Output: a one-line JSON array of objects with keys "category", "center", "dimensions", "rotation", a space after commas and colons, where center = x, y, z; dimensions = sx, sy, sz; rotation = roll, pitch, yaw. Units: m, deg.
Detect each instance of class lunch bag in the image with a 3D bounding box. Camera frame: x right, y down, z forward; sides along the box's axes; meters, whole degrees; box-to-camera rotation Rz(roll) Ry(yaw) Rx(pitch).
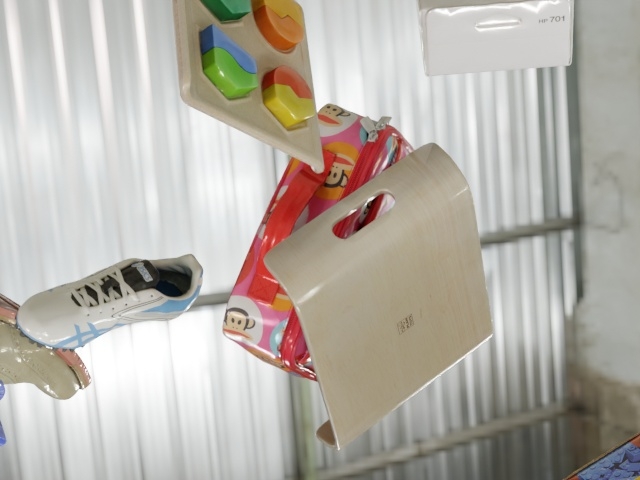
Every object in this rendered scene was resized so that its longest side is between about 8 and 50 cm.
[{"category": "lunch bag", "center": [0.000, 0.000, 1.713], "dimensions": [0.120, 0.293, 0.258], "rotation": [22, 174, 18]}]

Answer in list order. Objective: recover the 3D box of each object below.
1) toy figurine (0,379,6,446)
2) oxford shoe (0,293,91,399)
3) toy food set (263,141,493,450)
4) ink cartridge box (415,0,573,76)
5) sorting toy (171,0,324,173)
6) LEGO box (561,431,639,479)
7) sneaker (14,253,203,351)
[{"category": "toy figurine", "center": [-0.413, 0.257, 1.764], "dimensions": [0.217, 0.362, 0.191], "rotation": [-46, -140, 1]}, {"category": "oxford shoe", "center": [-0.435, 0.130, 1.964], "dimensions": [0.140, 0.146, 0.397], "rotation": [25, 167, 37]}, {"category": "toy food set", "center": [0.060, 0.064, 1.640], "dimensions": [0.220, 0.306, 0.092], "rotation": [-34, -131, -17]}, {"category": "ink cartridge box", "center": [0.157, -0.245, 1.471], "dimensions": [0.140, 0.082, 0.190], "rotation": [-4, -136, 3]}, {"category": "sorting toy", "center": [-0.063, -0.179, 1.452], "dimensions": [0.038, 0.193, 0.208], "rotation": [-25, 146, 29]}, {"category": "LEGO box", "center": [0.424, 0.472, 1.466], "dimensions": [0.193, 0.500, 0.372], "rotation": [-30, -153, -6]}, {"category": "sneaker", "center": [-0.233, 0.060, 1.731], "dimensions": [0.237, 0.086, 0.085], "rotation": [-15, -126, -42]}]
